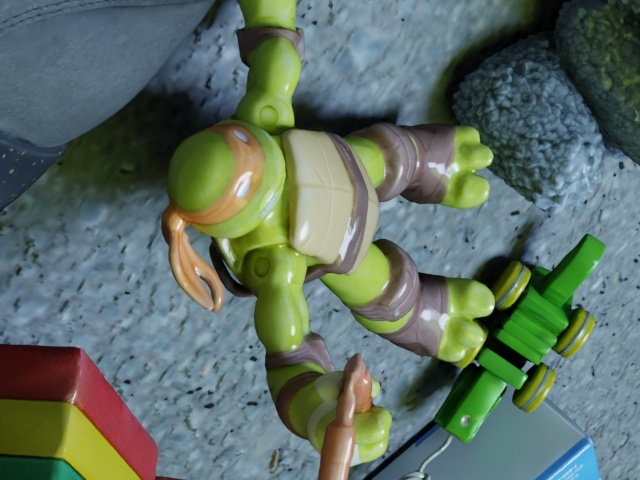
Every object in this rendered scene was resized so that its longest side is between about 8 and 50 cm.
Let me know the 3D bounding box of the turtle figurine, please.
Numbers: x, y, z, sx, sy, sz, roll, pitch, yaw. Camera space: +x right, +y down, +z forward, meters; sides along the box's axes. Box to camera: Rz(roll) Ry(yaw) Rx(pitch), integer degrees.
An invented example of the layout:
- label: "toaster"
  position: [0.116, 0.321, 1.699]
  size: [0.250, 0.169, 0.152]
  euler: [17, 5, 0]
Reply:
- label: "turtle figurine"
  position: [0.000, 0.000, 0.539]
  size: [0.087, 0.269, 0.217]
  euler: [-17, 165, 25]

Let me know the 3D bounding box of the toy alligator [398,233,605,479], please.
- label: "toy alligator"
  position: [0.096, 0.074, 0.773]
  size: [0.189, 0.056, 0.051]
  euler: [-55, -179, 8]

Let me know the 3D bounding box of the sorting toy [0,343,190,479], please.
- label: "sorting toy"
  position: [-0.135, 0.108, 0.450]
  size: [0.255, 0.257, 0.089]
  euler: [73, 20, -64]

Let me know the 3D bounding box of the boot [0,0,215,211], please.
- label: "boot"
  position: [-0.107, -0.134, 0.299]
  size: [0.223, 0.118, 0.338]
  euler: [-32, 153, 20]

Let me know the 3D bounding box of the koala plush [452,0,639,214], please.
- label: "koala plush"
  position: [0.222, -0.068, 0.636]
  size: [0.203, 0.221, 0.196]
  euler: [6, 116, -46]

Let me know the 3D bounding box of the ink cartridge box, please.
- label: "ink cartridge box"
  position: [0.104, 0.190, 0.848]
  size: [0.139, 0.082, 0.190]
  euler: [-39, 139, -13]
